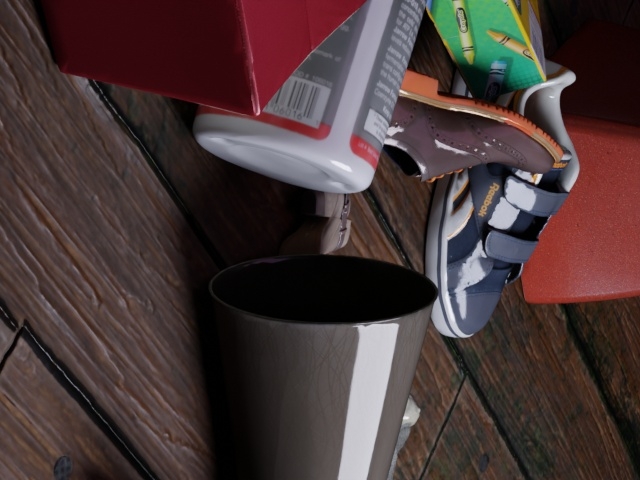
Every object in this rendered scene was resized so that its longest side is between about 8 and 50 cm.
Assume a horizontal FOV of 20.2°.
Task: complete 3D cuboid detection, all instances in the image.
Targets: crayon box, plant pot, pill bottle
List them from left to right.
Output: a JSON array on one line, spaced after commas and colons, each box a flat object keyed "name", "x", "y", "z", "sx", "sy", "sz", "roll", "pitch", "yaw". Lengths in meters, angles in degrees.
[{"name": "pill bottle", "x": 0.006, "y": -0.196, "z": 1.535, "sx": 0.161, "sy": 0.161, "sz": 0.283, "roll": 30, "pitch": 75, "yaw": -56}, {"name": "crayon box", "x": 0.140, "y": -0.290, "z": 1.760, "sx": 0.278, "sy": 0.081, "sz": 0.165, "roll": 56, "pitch": 26, "yaw": -48}, {"name": "plant pot", "x": 0.388, "y": -0.085, "z": 2.119, "sx": 0.267, "sy": 0.235, "sz": 0.267, "roll": -44, "pitch": 132, "yaw": -44}]

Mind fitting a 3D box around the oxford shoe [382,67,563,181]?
[{"name": "oxford shoe", "x": 0.122, "y": -0.101, "z": 1.778, "sx": 0.271, "sy": 0.097, "sz": 0.098, "roll": 18, "pitch": 90, "yaw": -29}]

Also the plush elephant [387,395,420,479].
[{"name": "plush elephant", "x": 0.116, "y": 0.338, "z": 1.763, "sx": 0.330, "sy": 0.255, "sz": 0.272, "roll": -49, "pitch": 136, "yaw": -41}]

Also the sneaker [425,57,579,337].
[{"name": "sneaker", "x": 0.197, "y": -0.046, "z": 1.930, "sx": 0.126, "sy": 0.127, "sz": 0.321, "roll": -4, "pitch": 102, "yaw": -59}]

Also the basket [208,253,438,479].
[{"name": "basket", "x": -0.005, "y": 0.145, "z": 1.621, "sx": 0.154, "sy": 0.204, "sz": 0.227, "roll": -116, "pitch": -152, "yaw": -65}]

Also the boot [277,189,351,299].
[{"name": "boot", "x": 0.000, "y": 0.000, "z": 1.705, "sx": 0.087, "sy": 0.042, "sz": 0.118, "roll": 9, "pitch": 97, "yaw": -66}]

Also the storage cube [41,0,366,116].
[{"name": "storage cube", "x": -0.093, "y": -0.234, "z": 1.340, "sx": 0.184, "sy": 0.215, "sz": 0.193, "roll": -51, "pitch": 144, "yaw": -41}]
